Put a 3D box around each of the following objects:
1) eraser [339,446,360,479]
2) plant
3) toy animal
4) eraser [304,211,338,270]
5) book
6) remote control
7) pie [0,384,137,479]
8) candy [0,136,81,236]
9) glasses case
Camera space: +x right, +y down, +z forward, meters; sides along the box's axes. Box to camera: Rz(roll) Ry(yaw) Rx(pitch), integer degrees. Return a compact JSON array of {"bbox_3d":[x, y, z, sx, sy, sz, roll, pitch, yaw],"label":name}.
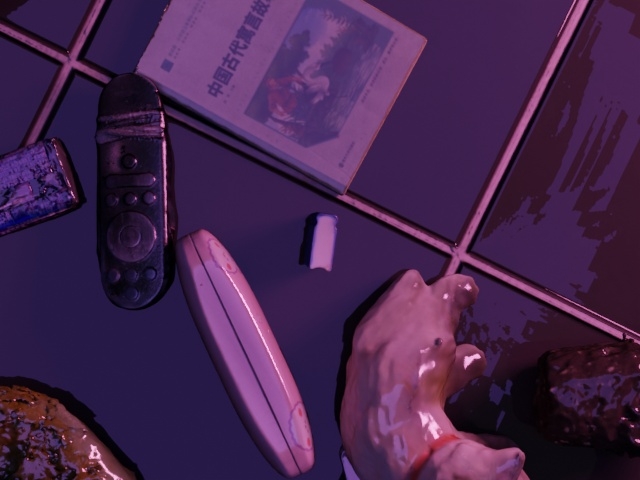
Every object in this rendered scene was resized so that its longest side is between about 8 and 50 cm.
[{"bbox_3d":[0.063,0.282,1.658,0.065,0.026,0.105,-14,92,-6],"label":"eraser"},{"bbox_3d":[0.345,0.173,1.622,0.203,0.131,0.142,5,90,6],"label":"plant"},{"bbox_3d":[0.143,0.192,1.579,0.266,0.188,0.308,28,84,-6],"label":"toy animal"},{"bbox_3d":[0.000,0.000,1.618,0.027,0.084,0.063,7,92,-5],"label":"eraser"},{"bbox_3d":[-0.046,-0.209,1.641,0.282,0.025,0.215,28,91,-5],"label":"book"},{"bbox_3d":[-0.207,-0.054,1.618,0.090,0.066,0.266,-2,87,5],"label":"remote control"},{"bbox_3d":[-0.381,0.308,1.605,0.371,0.078,0.297,-13,91,-3],"label":"pie"},{"bbox_3d":[-0.426,-0.027,1.601,0.312,0.061,0.088,-19,94,-2],"label":"candy"},{"bbox_3d":[-0.084,0.126,1.601,0.075,0.113,0.297,-24,93,-4],"label":"glasses case"}]
